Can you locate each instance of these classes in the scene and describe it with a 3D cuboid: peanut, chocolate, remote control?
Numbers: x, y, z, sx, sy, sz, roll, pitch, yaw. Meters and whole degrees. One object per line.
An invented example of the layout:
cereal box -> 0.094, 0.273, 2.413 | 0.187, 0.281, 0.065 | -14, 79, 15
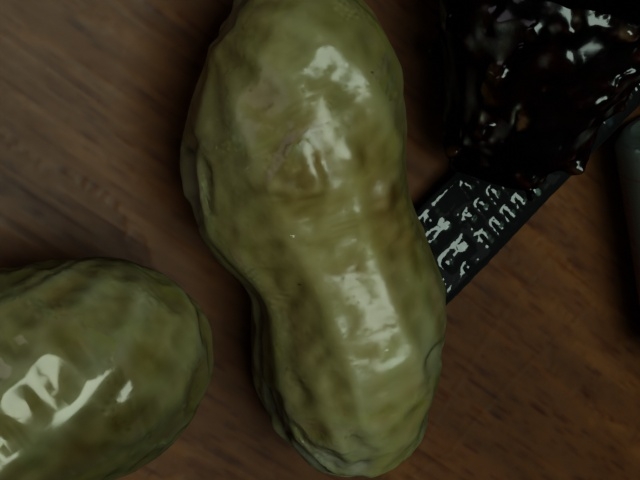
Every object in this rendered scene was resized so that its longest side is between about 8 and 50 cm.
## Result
peanut -> -0.190, 0.106, 0.689 | 0.298, 0.120, 0.136 | -37, 92, -15
chocolate -> 0.116, -0.095, 0.804 | 0.156, 0.156, 0.133 | 4, 118, -28
peanut -> 0.000, 0.000, 0.758 | 0.130, 0.130, 0.290 | -23, 111, -22
remote control -> 0.125, -0.049, 0.869 | 0.245, 0.025, 0.063 | -44, 116, -12

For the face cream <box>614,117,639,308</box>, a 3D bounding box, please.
face cream -> 0.262, 0.040, 0.918 | 0.101, 0.101, 0.251 | -21, 110, -22
